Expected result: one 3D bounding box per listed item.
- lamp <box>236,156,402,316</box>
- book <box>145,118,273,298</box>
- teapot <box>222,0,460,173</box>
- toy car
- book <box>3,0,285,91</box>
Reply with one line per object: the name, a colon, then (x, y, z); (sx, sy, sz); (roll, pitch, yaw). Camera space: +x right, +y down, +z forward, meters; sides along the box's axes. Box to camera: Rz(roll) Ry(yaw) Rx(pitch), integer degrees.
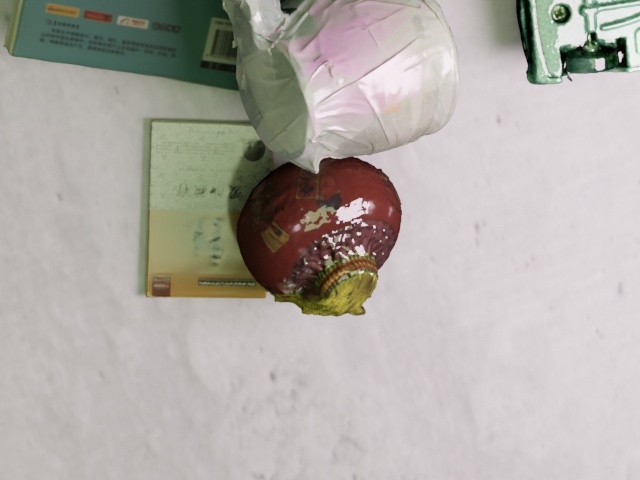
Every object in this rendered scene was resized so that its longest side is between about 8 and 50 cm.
lamp: (0.005, -0.002, 1.617); (0.156, 0.135, 0.157); (-28, 141, 5)
book: (-0.105, -0.029, 1.668); (0.118, 0.012, 0.172); (1, 103, -8)
teapot: (0.015, -0.171, 1.537); (0.178, 0.163, 0.221); (-24, 131, -29)
toy car: (0.337, -0.230, 1.641); (0.321, 0.097, 0.141); (-10, 105, -7)
book: (-0.111, -0.319, 1.531); (0.264, 0.031, 0.379); (8, 113, -22)
